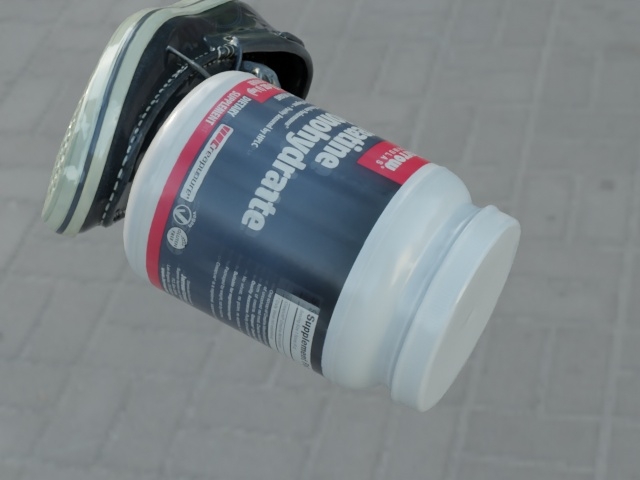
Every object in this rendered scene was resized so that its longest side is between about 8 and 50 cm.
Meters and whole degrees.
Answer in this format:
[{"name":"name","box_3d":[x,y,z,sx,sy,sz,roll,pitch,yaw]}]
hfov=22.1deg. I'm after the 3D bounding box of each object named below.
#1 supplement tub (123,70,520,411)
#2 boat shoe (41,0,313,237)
[{"name":"supplement tub","box_3d":[0.000,0.000,1.300,0.272,0.191,0.191,27,47,15]},{"name":"boat shoe","box_3d":[-0.120,-0.120,1.554,0.156,0.187,0.500,26,22,5]}]
